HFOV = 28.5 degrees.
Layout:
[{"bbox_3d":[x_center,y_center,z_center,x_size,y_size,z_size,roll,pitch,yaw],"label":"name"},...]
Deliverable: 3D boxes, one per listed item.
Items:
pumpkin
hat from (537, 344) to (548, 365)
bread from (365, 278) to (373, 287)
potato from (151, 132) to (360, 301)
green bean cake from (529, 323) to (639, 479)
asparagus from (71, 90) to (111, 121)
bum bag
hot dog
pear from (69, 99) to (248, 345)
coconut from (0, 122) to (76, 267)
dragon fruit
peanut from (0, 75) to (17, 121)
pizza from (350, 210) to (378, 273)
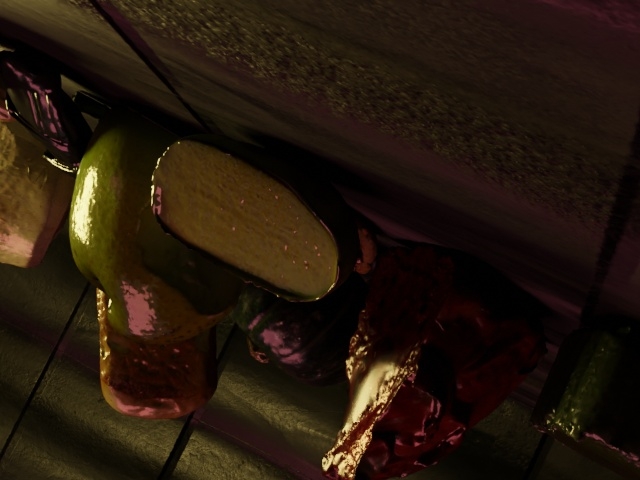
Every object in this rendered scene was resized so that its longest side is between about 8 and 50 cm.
[{"bbox_3d":[-0.038,0.091,1.901,0.300,0.207,0.300,43,-178,-1],"label":"pumpkin"},{"bbox_3d":[0.257,0.208,1.953,0.144,0.173,0.166,27,168,3],"label":"hat"},{"bbox_3d":[0.157,0.196,2.338,0.132,0.167,0.294,20,171,47],"label":"bread"},{"bbox_3d":[-0.059,-0.042,1.448,0.271,0.160,0.111,26,-143,27],"label":"potato"},{"bbox_3d":[0.397,0.211,1.488,0.250,0.156,0.247,26,173,0],"label":"green bean cake"},{"bbox_3d":[-0.277,-0.160,1.777,0.165,0.030,0.036,31,149,-25],"label":"asparagus"},{"bbox_3d":[-0.356,-0.151,1.701,0.142,0.079,0.326,41,165,30],"label":"bum bag"},{"bbox_3d":[-0.258,0.068,1.996,0.185,0.405,0.223,-2,-176,-5],"label":"hot dog"},{"bbox_3d":[-0.201,0.003,1.667,0.286,0.282,0.176,30,-178,-34],"label":"pear"},{"bbox_3d":[-0.603,-0.106,2.447,0.254,0.297,0.297,27,174,-7],"label":"coconut"},{"bbox_3d":[0.172,0.201,1.625,0.286,0.329,0.228,30,167,-26],"label":"dragon fruit"},{"bbox_3d":[-0.515,-0.236,1.885,0.192,0.089,0.089,25,176,-35],"label":"peanut"},{"bbox_3d":[0.000,0.003,1.628,0.127,0.058,0.246,-21,150,18],"label":"pizza"}]
